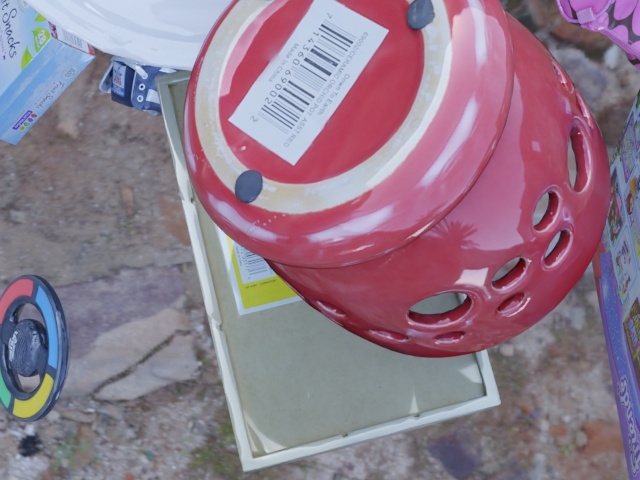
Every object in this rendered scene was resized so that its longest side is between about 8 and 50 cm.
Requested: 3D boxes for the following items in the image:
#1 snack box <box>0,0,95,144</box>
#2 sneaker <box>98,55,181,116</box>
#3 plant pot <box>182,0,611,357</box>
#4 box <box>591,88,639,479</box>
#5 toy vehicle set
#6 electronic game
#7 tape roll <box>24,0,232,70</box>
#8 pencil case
[{"bbox_3d":[-0.369,-0.254,1.227,0.070,0.174,0.207,20,41,-46],"label":"snack box"},{"bbox_3d":[-0.259,-0.280,1.322,0.153,0.099,0.282,-53,141,-10],"label":"sneaker"},{"bbox_3d":[0.039,-0.047,0.512,0.174,0.191,0.191,33,67,-59],"label":"plant pot"},{"bbox_3d":[0.252,0.044,0.681,0.057,0.201,0.293,2,55,-1],"label":"box"},{"bbox_3d":[0.000,0.000,0.648,0.165,0.035,0.267,-13,76,-5],"label":"toy vehicle set"},{"bbox_3d":[-0.457,0.167,1.543,0.048,0.229,0.229,3,86,-44],"label":"electronic game"},{"bbox_3d":[-0.065,-0.240,0.533,0.286,0.100,0.286,-6,126,-8],"label":"tape roll"},{"bbox_3d":[0.360,-0.266,1.179,0.209,0.095,0.098,14,86,-45],"label":"pencil case"}]
